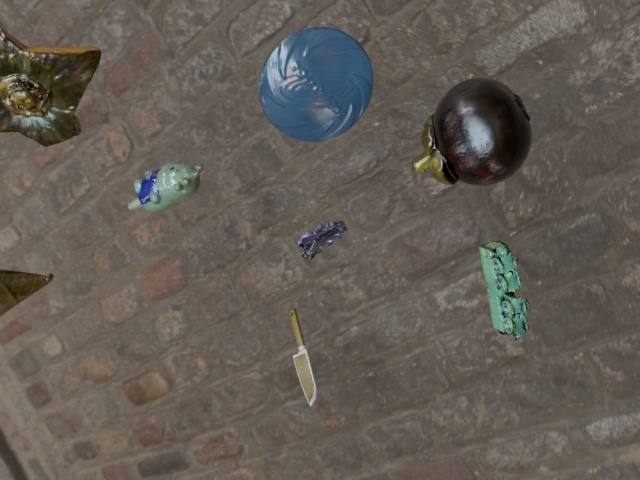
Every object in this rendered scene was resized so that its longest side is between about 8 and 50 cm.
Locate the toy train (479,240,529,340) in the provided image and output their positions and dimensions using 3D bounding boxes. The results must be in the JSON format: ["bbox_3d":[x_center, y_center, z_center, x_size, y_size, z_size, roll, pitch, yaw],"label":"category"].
[{"bbox_3d":[0.270,0.074,0.872,0.038,0.071,0.148,-15,103,-7],"label":"toy train"}]

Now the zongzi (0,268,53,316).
[{"bbox_3d":[-0.621,0.144,0.997,0.134,0.288,0.286,57,131,29],"label":"zongzi"}]

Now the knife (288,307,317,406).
[{"bbox_3d":[-0.049,0.299,1.540,0.046,0.022,0.256,-26,65,21],"label":"knife"}]

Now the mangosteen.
[{"bbox_3d":[0.361,-0.247,1.464,0.302,0.275,0.275,-26,92,25],"label":"mangosteen"}]

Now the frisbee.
[{"bbox_3d":[-0.006,-0.369,1.454,0.289,0.049,0.290,-6,124,-10],"label":"frisbee"}]

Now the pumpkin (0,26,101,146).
[{"bbox_3d":[-0.612,-0.313,1.232,0.258,0.095,0.290,20,130,-17],"label":"pumpkin"}]

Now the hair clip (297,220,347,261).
[{"bbox_3d":[0.001,0.002,1.668,0.195,0.124,0.052,-43,61,44],"label":"hair clip"}]

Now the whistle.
[{"bbox_3d":[-0.345,-0.115,1.309,0.244,0.110,0.092,-16,119,38],"label":"whistle"}]
